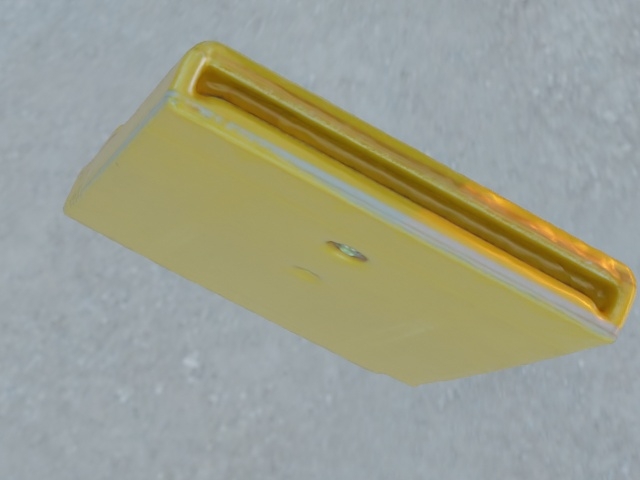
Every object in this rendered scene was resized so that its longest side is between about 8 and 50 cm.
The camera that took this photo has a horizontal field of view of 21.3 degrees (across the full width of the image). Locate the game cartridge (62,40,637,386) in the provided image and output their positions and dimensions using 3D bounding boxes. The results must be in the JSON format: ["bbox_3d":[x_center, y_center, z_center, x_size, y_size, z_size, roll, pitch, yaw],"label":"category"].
[{"bbox_3d":[0.000,0.000,1.055,0.285,0.324,0.052,28,74,-13],"label":"game cartridge"}]
